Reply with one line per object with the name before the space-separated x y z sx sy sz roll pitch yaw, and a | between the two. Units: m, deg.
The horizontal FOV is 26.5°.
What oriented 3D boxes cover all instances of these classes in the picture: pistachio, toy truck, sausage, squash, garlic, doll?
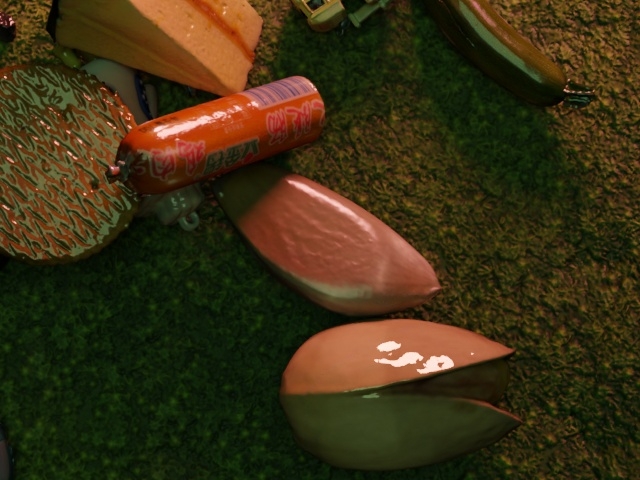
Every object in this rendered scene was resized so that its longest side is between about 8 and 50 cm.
pistachio | 0.098 0.185 1.664 0.299 0.187 0.187 -4 84 -4
toy truck | 0.045 -0.335 1.763 0.169 0.077 0.100 -33 82 3
sausage | -0.133 -0.123 1.657 0.312 0.093 0.093 -23 83 -41
squash | 0.216 -0.267 1.763 0.318 0.071 0.080 44 105 7
garlic | -0.004 0.008 1.716 0.318 0.112 0.143 35 67 2
doll | -0.238 -0.137 1.735 0.138 0.119 0.293 -25 80 -47

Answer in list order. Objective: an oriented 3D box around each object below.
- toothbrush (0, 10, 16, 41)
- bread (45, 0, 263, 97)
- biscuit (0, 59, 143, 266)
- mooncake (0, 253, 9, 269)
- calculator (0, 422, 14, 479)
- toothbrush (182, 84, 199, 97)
toothbrush | -0.516 -0.368 1.805 0.297 0.030 0.030 41 60 6
bread | -0.189 -0.314 1.690 0.264 0.163 0.167 17 57 -7
biscuit | -0.335 -0.092 1.641 0.254 0.035 0.254 1 84 -9
mooncake | -0.520 -0.059 1.712 0.284 0.155 0.284 0 86 0
calculator | -0.529 0.316 1.726 0.293 0.051 0.173 -39 86 -3
toothbrush | -0.228 -0.321 1.797 0.028 0.026 0.294 -26 85 -20
